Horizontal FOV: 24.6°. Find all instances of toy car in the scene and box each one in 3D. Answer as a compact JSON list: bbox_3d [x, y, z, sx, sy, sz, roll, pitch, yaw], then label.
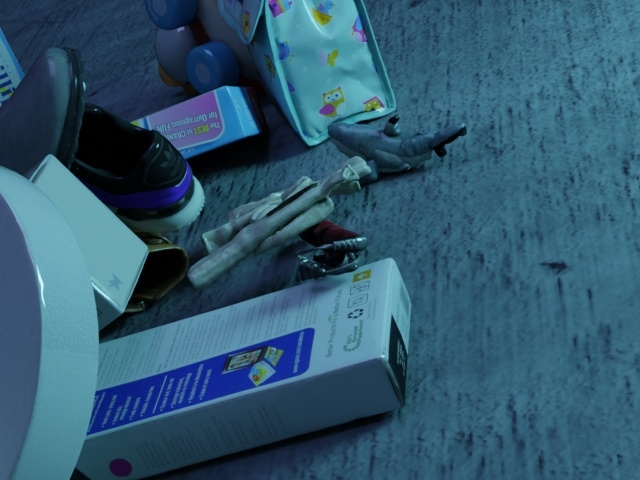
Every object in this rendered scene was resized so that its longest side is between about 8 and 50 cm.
[{"bbox_3d":[-0.154,-0.272,2.081,0.219,0.210,0.238,-28,-7,-40],"label":"toy car"}]

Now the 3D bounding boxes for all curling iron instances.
[{"bbox_3d":[0.000,0.000,1.445,0.068,0.035,0.274,-14,9,-4],"label":"curling iron"}]

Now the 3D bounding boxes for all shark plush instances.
[{"bbox_3d":[0.083,-0.107,1.628,0.161,0.067,0.073,2,35,43],"label":"shark plush"}]

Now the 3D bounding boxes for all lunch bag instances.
[{"bbox_3d":[-0.031,-0.278,1.833,0.160,0.262,0.223,-25,26,-4],"label":"lunch bag"}]

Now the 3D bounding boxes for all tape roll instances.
[{"bbox_3d":[-0.356,0.112,1.275,0.392,0.392,0.072,-9,-16,34],"label":"tape roll"}]

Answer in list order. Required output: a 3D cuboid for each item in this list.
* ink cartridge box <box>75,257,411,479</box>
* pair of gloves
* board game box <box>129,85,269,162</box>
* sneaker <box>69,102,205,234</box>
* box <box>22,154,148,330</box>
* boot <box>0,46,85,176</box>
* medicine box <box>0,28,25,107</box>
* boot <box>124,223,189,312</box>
[{"bbox_3d":[-0.101,0.127,1.328,0.371,0.069,0.176,-15,25,13],"label":"ink cartridge box"},{"bbox_3d":[-0.045,-0.031,1.535,0.204,0.042,0.240,-29,7,8],"label":"pair of gloves"},{"bbox_3d":[-0.232,-0.105,1.800,0.316,0.064,0.242,-20,4,7],"label":"board game box"},{"bbox_3d":[-0.276,-0.096,1.584,0.293,0.146,0.102,6,59,18],"label":"sneaker"},{"bbox_3d":[-0.329,0.073,1.421,0.311,0.148,0.121,-35,19,23],"label":"box"},{"bbox_3d":[-0.387,-0.071,1.444,0.338,0.222,0.118,-57,32,24],"label":"boot"},{"bbox_3d":[-0.525,-0.169,2.037,0.289,0.263,0.149,5,38,46],"label":"medicine box"},{"bbox_3d":[-0.296,0.062,1.605,0.283,0.109,0.220,-29,29,-28],"label":"boot"}]
